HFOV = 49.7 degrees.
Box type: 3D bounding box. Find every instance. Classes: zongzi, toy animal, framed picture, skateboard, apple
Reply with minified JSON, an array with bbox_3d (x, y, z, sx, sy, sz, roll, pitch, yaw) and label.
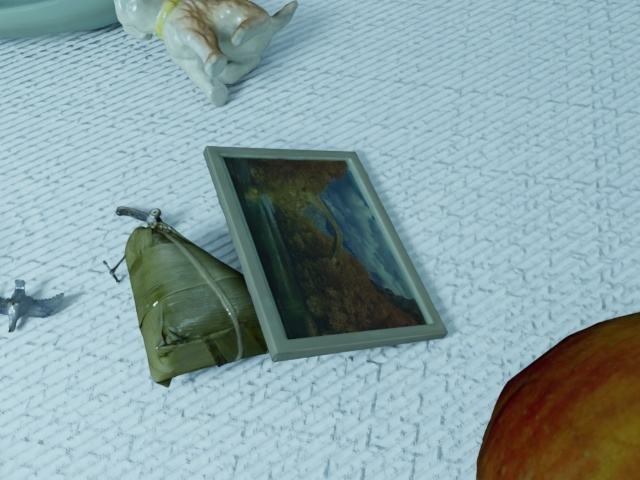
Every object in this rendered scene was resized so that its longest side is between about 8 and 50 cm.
[{"bbox_3d":[-0.089,0.043,0.657,0.176,0.079,0.160,-12,57,-19],"label":"zongzi"},{"bbox_3d":[-0.147,-0.285,0.856,0.185,0.104,0.184,32,60,13],"label":"toy animal"},{"bbox_3d":[-0.293,0.064,0.666,0.084,0.028,0.050,7,47,6],"label":"toy animal"},{"bbox_3d":[0.000,0.000,0.679,0.184,0.016,0.250,-1,51,-28],"label":"framed picture"},{"bbox_3d":[-0.205,-0.001,0.715,0.063,0.032,0.083,14,53,22],"label":"skateboard"},{"bbox_3d":[0.263,0.172,0.532,0.346,0.254,0.179,-33,103,-20],"label":"apple"}]

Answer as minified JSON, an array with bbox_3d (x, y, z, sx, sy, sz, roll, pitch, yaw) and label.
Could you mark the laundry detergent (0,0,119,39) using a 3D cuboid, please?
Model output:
[{"bbox_3d":[-0.328,-0.361,0.915,0.397,0.125,0.264,2,54,-1],"label":"laundry detergent"}]
